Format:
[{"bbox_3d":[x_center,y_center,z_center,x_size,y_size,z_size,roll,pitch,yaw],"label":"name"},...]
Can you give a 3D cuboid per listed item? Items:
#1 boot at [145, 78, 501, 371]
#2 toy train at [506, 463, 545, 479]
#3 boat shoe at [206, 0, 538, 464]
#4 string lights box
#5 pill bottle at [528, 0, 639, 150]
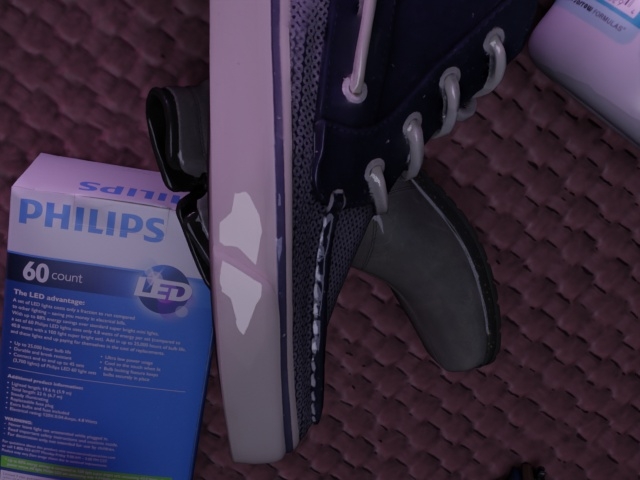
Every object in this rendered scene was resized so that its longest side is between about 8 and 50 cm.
[{"bbox_3d":[0.000,0.000,0.569,0.161,0.083,0.247,-31,103,-25],"label":"boot"},{"bbox_3d":[0.129,0.235,0.723,0.036,0.027,0.158,24,108,1],"label":"toy train"},{"bbox_3d":[0.025,-0.062,0.452,0.158,0.127,0.341,-1,98,-7],"label":"boat shoe"},{"bbox_3d":[-0.141,0.084,0.631,0.133,0.077,0.260,9,109,-6],"label":"string lights box"},{"bbox_3d":[0.249,-0.166,0.518,0.146,0.146,0.264,35,105,-13],"label":"pill bottle"}]
